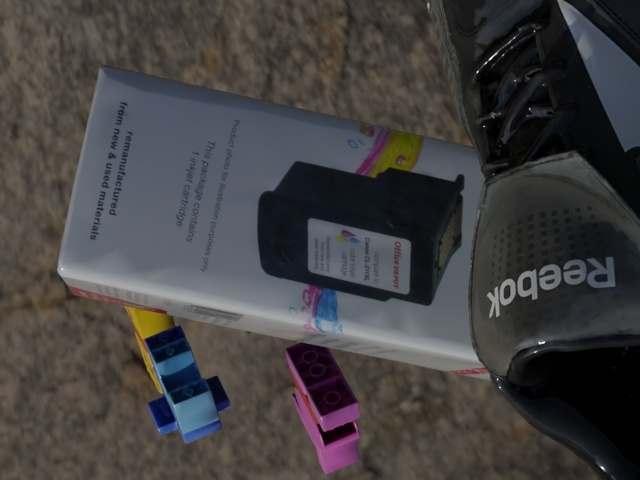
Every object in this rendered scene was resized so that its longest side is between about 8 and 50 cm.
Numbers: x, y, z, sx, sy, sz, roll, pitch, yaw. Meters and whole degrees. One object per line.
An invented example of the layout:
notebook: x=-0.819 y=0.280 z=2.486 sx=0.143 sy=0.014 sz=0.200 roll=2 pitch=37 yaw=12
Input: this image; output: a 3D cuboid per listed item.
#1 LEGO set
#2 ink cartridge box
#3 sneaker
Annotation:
LEGO set: x=-0.058 y=0.050 z=0.847 sx=0.087 sy=0.227 sz=0.093 roll=-21 pitch=136 yaw=-10
ink cartridge box: x=0.000 y=0.000 z=0.591 sx=0.175 sy=0.127 sz=0.072 roll=12 pitch=83 yaw=-5
sneaker: x=0.077 y=-0.009 z=0.447 sx=0.078 sy=0.234 sz=0.106 roll=-30 pitch=173 yaw=40
